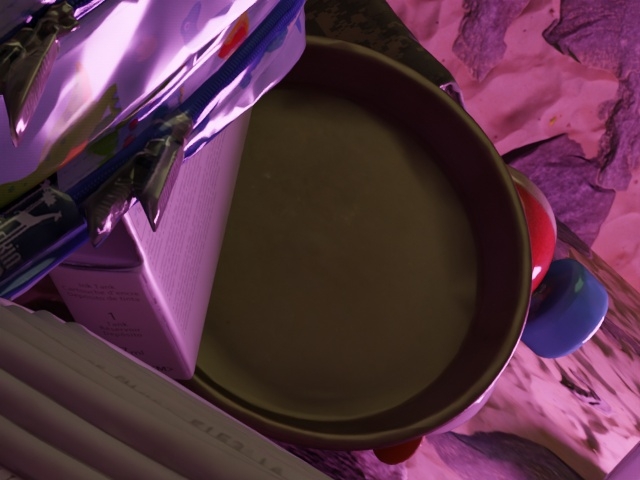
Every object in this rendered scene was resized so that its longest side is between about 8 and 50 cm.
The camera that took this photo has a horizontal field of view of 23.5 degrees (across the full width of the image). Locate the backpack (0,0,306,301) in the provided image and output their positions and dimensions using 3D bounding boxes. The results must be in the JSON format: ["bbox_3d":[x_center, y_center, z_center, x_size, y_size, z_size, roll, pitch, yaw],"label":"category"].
[{"bbox_3d":[-0.149,-0.112,0.518,0.290,0.355,0.273,19,-29,35],"label":"backpack"}]

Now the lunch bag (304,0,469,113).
[{"bbox_3d":[0.052,-0.047,1.335,0.287,0.169,0.235,64,-3,-37],"label":"lunch bag"}]

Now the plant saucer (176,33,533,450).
[{"bbox_3d":[0.000,0.000,0.961,0.278,0.278,0.041,42,-29,1],"label":"plant saucer"}]

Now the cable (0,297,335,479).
[{"bbox_3d":[-0.015,0.101,0.411,0.257,0.089,0.257,31,-7,4],"label":"cable"}]

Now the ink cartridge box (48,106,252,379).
[{"bbox_3d":[-0.088,-0.100,0.809,0.239,0.060,0.275,75,22,-57],"label":"ink cartridge box"}]

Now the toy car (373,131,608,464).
[{"bbox_3d":[0.057,0.067,1.080,0.219,0.210,0.238,45,39,-21],"label":"toy car"}]

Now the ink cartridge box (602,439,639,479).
[{"bbox_3d":[0.329,0.249,1.370,0.148,0.086,0.203,45,14,18],"label":"ink cartridge box"}]
